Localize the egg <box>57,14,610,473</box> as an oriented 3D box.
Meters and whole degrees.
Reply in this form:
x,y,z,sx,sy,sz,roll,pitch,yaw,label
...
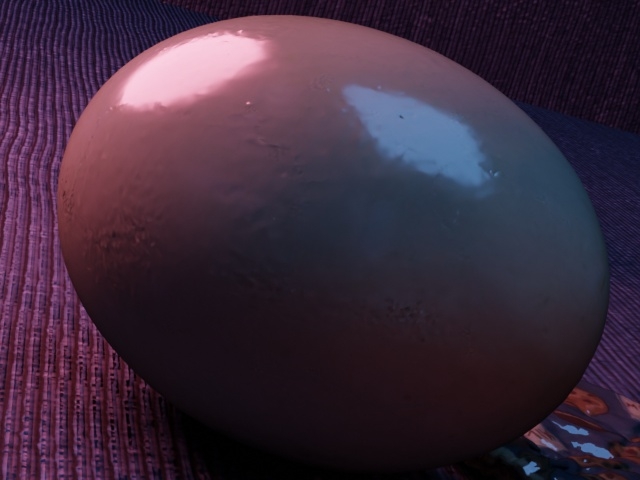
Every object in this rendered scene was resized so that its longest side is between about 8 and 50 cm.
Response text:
x,y,z,sx,sy,sz,roll,pitch,yaw,label
0.000,0.000,0.742,0.283,0.203,0.203,18,11,32,egg

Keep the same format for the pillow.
x,y,z,sx,sy,sz,roll,pitch,yaw,label
0.156,0.121,0.823,0.189,0.034,0.255,10,12,-36,pillow
